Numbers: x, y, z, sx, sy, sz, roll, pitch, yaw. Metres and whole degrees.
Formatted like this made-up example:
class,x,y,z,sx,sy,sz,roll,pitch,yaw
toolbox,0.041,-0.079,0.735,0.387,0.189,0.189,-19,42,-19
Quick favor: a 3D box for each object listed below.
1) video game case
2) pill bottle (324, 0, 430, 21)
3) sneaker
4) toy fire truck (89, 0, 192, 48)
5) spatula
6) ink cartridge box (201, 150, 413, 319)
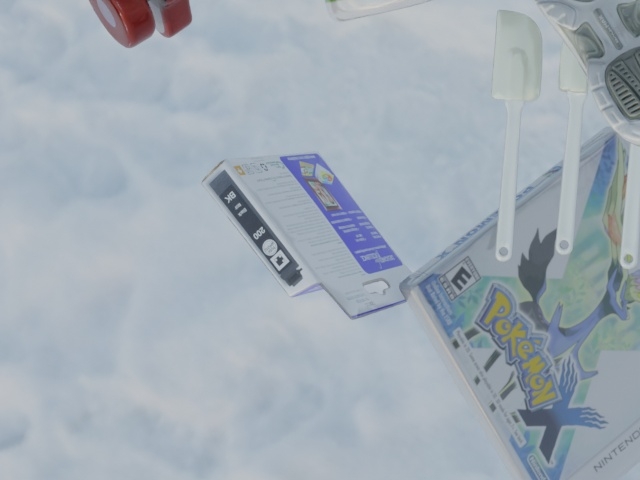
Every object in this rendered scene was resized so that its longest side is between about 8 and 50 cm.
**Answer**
class,x,y,z,sx,sy,sz,roll,pitch,yaw
video game case,0.278,0.095,1.627,0.300,0.329,0.036,-36,18,-16
pill bottle,0.043,-0.300,1.157,0.136,0.136,0.245,-7,102,42
sneaker,0.221,-0.156,1.159,0.090,0.115,0.232,-21,67,12
toy fire truck,-0.221,-0.376,1.682,0.169,0.302,0.254,-34,63,-15
spatula,0.242,-0.092,1.440,0.168,0.019,0.242,4,101,11
ink cartridge box,0.000,0.000,1.571,0.045,0.206,0.208,-45,75,23
